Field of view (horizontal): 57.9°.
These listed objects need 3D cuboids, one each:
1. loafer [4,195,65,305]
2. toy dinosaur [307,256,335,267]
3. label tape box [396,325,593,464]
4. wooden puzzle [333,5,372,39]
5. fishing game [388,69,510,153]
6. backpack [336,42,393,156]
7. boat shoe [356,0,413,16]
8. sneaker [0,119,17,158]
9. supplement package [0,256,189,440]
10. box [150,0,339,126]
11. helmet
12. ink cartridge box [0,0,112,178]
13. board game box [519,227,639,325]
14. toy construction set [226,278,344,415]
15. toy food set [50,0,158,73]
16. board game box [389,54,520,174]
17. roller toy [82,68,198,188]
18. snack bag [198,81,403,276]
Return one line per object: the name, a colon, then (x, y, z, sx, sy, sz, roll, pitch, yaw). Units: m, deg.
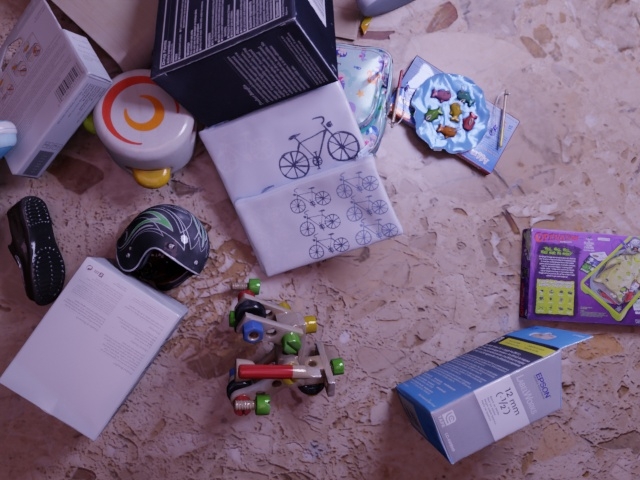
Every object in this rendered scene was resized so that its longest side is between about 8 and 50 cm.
loafer: (-0.578, 0.023, 1.165, 0.079, 0.080, 0.219, -9, 89, 25)
toy dinosaur: (0.000, 0.000, 1.243, 0.183, 0.053, 0.092, -23, 89, -8)
label tape box: (0.355, 0.294, 1.175, 0.348, 0.249, 0.115, -21, 90, -8)
wooden puzzle: (0.053, -0.485, 1.294, 0.117, 0.014, 0.078, 15, 81, -7)
fishing game: (0.288, -0.283, 1.274, 0.264, 0.041, 0.189, 13, 83, -6)
backpack: (0.034, -0.278, 1.199, 0.225, 0.191, 0.253, 9, 95, 5)
boat shoe: (0.209, -0.630, 1.260, 0.367, 0.136, 0.156, -32, 92, -11)
sneaker: (-0.662, -0.080, 1.102, 0.319, 0.127, 0.208, -26, 95, 20)
supplement package: (-0.415, 0.193, 1.106, 0.199, 0.198, 0.262, 34, 83, -5)
box: (-0.138, -0.413, 1.082, 0.294, 0.183, 0.296, -13, 63, 22)
helmet: (-0.302, 0.009, 1.145, 0.162, 0.169, 0.169, -30, 91, 12)
ink cartridge box: (-0.548, -0.298, 1.125, 0.275, 0.060, 0.238, -42, 68, 22)
board game box: (0.631, 0.086, 1.325, 0.347, 0.056, 0.208, 5, 91, -7)
toy construction set: (-0.052, 0.226, 1.115, 0.238, 0.309, 0.257, 3, 95, -12)
toy food set: (-0.433, -0.504, 1.204, 0.306, 0.092, 0.219, 43, 71, -5)
board game box: (0.298, -0.282, 1.308, 0.281, 0.027, 0.145, 31, 82, -5)
roller toy: (-0.343, -0.227, 1.162, 0.209, 0.146, 0.191, 44, 75, 4)
snack bag: (-0.041, -0.118, 1.145, 0.323, 0.037, 0.342, -17, 106, 20)
